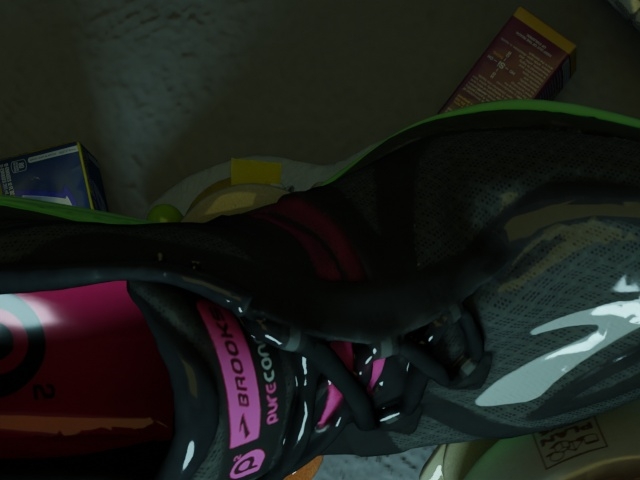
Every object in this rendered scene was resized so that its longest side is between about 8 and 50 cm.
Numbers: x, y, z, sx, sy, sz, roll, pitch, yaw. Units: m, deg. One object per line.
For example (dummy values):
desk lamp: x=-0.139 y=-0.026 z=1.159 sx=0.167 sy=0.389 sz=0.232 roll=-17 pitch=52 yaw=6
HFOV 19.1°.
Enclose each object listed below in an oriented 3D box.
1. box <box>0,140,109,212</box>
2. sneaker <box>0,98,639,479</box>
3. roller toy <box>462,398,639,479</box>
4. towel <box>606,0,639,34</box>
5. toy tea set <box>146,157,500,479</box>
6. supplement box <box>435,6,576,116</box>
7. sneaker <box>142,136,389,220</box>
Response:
box: x=-0.144 y=0.031 z=1.121 sx=0.054 sy=0.059 sz=0.168 roll=-14 pitch=80 yaw=2
sneaker: x=-0.019 y=0.057 z=0.888 sx=0.483 sy=0.202 sz=0.185 roll=-10 pitch=113 yaw=-3
roller toy: x=0.163 y=0.181 z=0.996 sx=0.191 sy=0.146 sz=0.209 roll=18 pitch=116 yaw=-17
towel: x=0.303 y=-0.156 z=1.078 sx=0.235 sy=0.121 sz=0.283 roll=-42 pitch=74 yaw=6
toy tea set: x=0.060 y=0.053 z=1.074 sx=0.336 sy=0.124 sz=0.200 roll=7 pitch=110 yaw=-10
supplement box: x=0.110 y=-0.087 z=1.118 sx=0.043 sy=0.055 sz=0.083 roll=37 pitch=85 yaw=11
sneaker: x=0.000 y=0.000 z=1.111 sx=0.212 sy=0.094 sz=0.080 roll=-8 pitch=36 yaw=19
